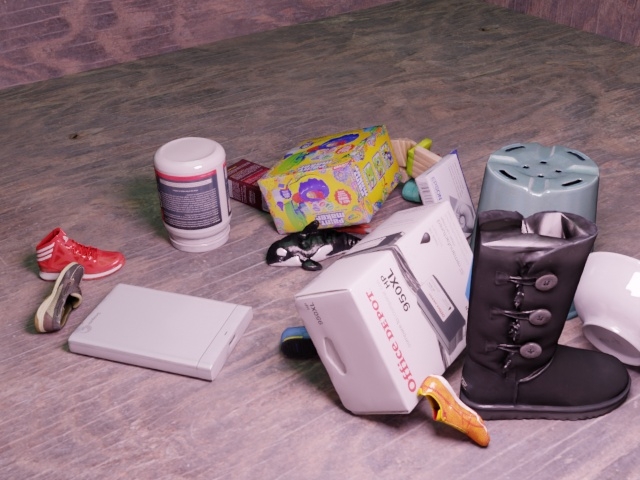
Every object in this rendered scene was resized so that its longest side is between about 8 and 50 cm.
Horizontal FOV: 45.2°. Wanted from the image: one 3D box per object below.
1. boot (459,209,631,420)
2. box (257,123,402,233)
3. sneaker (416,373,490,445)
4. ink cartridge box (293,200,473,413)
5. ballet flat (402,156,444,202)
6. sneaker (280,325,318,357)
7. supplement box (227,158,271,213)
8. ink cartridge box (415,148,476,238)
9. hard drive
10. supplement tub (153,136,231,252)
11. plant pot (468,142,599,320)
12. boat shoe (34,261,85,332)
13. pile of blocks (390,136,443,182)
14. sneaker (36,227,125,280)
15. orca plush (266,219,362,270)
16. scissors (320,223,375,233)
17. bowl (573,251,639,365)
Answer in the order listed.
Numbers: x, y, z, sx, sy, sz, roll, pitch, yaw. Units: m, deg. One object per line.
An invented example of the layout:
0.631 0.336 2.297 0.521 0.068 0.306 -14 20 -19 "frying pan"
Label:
0.451 0.139 1.458 0.367 0.445 0.146 -7 33 -8 "boot"
0.033 -0.170 2.151 0.290 0.177 0.279 -7 27 30 "box"
0.252 0.334 1.472 0.175 0.064 0.067 44 69 -1 "sneaker"
0.169 0.134 1.603 0.166 0.285 0.395 -14 18 45 "ink cartridge box"
0.313 -0.192 2.336 0.087 0.083 0.247 7 32 29 "ballet flat"
0.016 0.218 1.711 0.210 0.069 0.082 2 29 6 "sneaker"
-0.190 -0.165 2.323 0.239 0.073 0.130 23 39 32 "supplement box"
0.360 -0.113 2.080 0.045 0.223 0.224 -5 23 43 "ink cartridge box"
-0.364 0.203 1.775 0.353 0.047 0.233 8 33 16 "hard drive"
-0.341 -0.124 2.080 0.191 0.272 0.191 -1 32 1 "supplement tub"
0.512 -0.034 1.838 0.341 0.334 0.341 -1 33 0 "plant pot"
-0.613 0.141 1.864 0.074 0.080 0.223 8 39 6 "boat shoe"
0.242 -0.253 2.253 0.113 0.148 0.362 -37 32 -31 "pile of blocks"
-0.624 0.031 1.983 0.221 0.128 0.087 -10 34 -9 "sneaker"
0.000 0.000 2.024 0.287 0.102 0.151 0 32 3 "orca plush"
0.138 -0.035 2.148 0.297 0.021 0.109 8 32 17 "scissors"
0.646 0.168 1.612 0.298 0.298 0.134 28 71 38 "bowl"
